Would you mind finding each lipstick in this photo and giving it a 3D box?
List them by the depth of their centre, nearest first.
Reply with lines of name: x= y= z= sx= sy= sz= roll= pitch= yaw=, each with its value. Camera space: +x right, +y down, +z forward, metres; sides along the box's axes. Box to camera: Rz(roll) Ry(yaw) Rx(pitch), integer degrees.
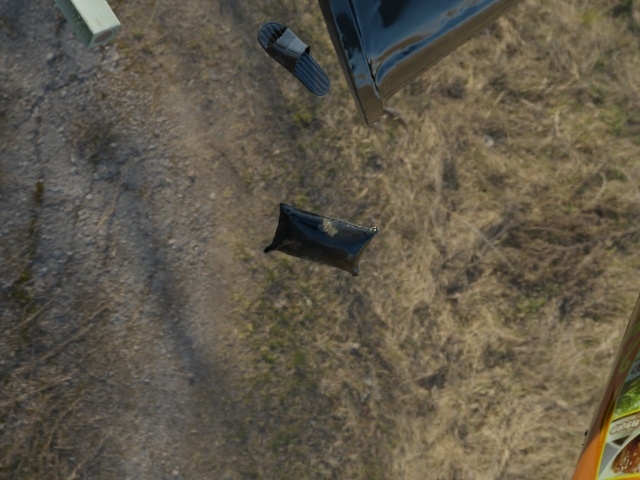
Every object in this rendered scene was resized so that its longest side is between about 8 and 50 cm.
lipstick: x=-0.225 y=-0.233 z=0.595 sx=0.030 sy=0.030 sz=0.129 roll=-37 pitch=98 yaw=-35

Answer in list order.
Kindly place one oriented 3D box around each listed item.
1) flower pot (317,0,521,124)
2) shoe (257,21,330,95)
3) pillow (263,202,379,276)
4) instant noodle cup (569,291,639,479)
flower pot: x=0.065 y=-0.240 z=0.523 sx=0.269 sy=0.166 sz=0.269 roll=-19 pitch=90 yaw=-81
shoe: x=-0.032 y=-0.307 z=1.137 sx=0.159 sy=0.053 sz=0.062 roll=42 pitch=68 yaw=-27
pillow: x=0.000 y=-0.001 z=0.982 sx=0.150 sy=0.090 sz=0.048 roll=14 pitch=53 yaw=-9
instant noodle cup: x=0.241 y=0.107 z=0.336 sx=0.230 sy=0.230 sz=0.182 roll=49 pitch=52 yaw=-28
